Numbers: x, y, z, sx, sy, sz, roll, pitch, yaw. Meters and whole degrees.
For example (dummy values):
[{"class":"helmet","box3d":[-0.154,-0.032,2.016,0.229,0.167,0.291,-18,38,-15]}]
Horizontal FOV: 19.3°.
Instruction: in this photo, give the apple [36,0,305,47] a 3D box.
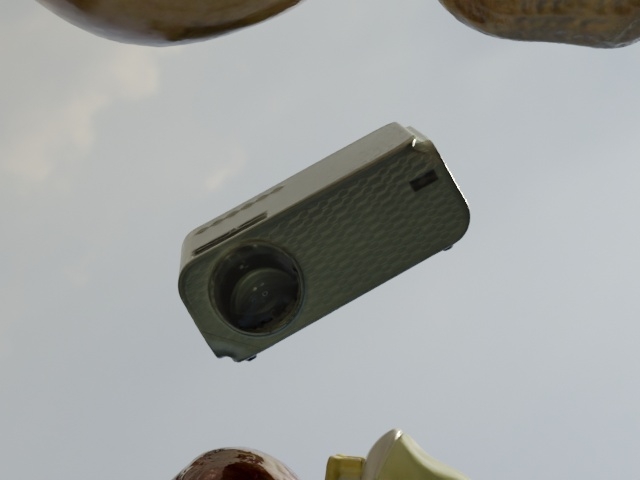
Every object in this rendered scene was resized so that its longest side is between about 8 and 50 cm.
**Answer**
[{"class":"apple","box3d":[-0.121,-0.321,1.414,0.364,0.364,0.364,-38,-154,22]}]

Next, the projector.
[{"class":"projector","box3d":[0.000,0.000,1.658,0.250,0.108,0.198,-28,-172,0]}]

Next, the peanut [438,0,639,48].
[{"class":"peanut","box3d":[0.222,-0.247,1.825,0.110,0.236,0.120,83,13,-68]}]

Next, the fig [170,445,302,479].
[{"class":"fig","box3d":[-0.056,0.284,1.671,0.175,0.207,0.175,-52,-172,11]}]

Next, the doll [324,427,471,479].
[{"class":"doll","box3d":[0.149,0.314,2.236,0.117,0.296,0.141,-64,168,-5]}]
